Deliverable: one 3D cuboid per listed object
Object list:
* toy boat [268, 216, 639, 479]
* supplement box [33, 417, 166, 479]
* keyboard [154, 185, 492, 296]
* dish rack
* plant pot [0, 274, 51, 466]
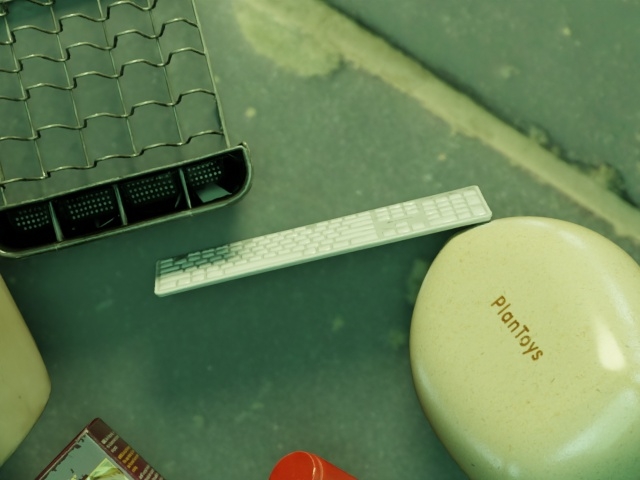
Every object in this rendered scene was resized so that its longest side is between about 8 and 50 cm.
[{"bbox_3d":[0.117,0.130,1.245,0.318,0.267,0.148,-37,133,11],"label":"toy boat"},{"bbox_3d":[-0.139,0.236,1.289,0.188,0.081,0.104,44,91,-1],"label":"supplement box"},{"bbox_3d":[0.000,0.000,1.293,0.256,0.072,0.014,-14,104,0],"label":"keyboard"},{"bbox_3d":[-0.177,-0.136,1.290,0.208,0.074,0.272,-14,90,-1],"label":"dish rack"},{"bbox_3d":[-0.346,0.059,1.198,0.323,0.323,0.280,-39,106,0],"label":"plant pot"}]
